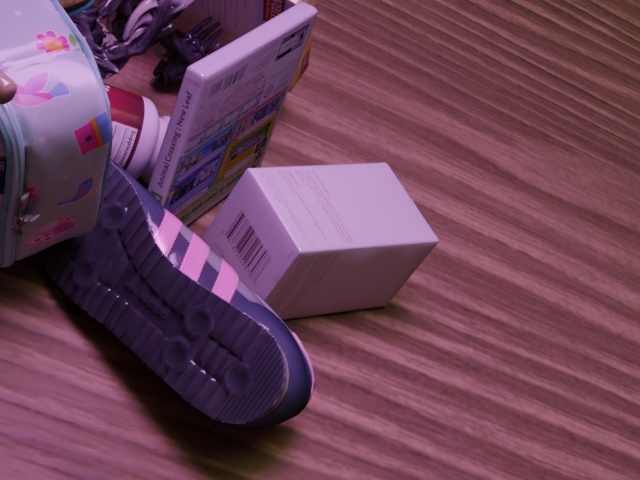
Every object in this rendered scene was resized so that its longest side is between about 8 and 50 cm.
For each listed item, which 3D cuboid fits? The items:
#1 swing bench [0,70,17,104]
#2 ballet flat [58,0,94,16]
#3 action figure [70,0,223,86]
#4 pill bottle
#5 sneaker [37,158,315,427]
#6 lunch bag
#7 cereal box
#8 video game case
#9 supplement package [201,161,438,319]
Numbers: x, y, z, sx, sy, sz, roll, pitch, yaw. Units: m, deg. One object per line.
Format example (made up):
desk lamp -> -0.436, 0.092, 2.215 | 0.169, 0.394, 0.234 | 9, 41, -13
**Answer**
swing bench -> -0.350, -0.092, 1.032 | 0.165, 0.253, 0.254 | -25, 65, -28
ballet flat -> -0.280, -0.309, 1.284 | 0.123, 0.123, 0.348 | 6, 27, -35
action figure -> -0.196, -0.221, 1.365 | 0.164, 0.141, 0.276 | 34, 9, 14
pill bottle -> -0.202, -0.100, 1.337 | 0.152, 0.086, 0.086 | 17, 40, -26
sneaker -> -0.130, 0.043, 1.250 | 0.319, 0.112, 0.131 | 47, 7, 22
lunch bag -> -0.272, -0.122, 1.160 | 0.108, 0.224, 0.279 | -23, 66, -30
cereal box -> -0.117, -0.260, 1.486 | 0.240, 0.173, 0.047 | 29, 68, 8
video game case -> -0.087, -0.106, 1.348 | 0.023, 0.193, 0.212 | 31, 34, 12
supplement package -> 0.000, 0.000, 1.375 | 0.179, 0.105, 0.105 | -4, 51, -42
